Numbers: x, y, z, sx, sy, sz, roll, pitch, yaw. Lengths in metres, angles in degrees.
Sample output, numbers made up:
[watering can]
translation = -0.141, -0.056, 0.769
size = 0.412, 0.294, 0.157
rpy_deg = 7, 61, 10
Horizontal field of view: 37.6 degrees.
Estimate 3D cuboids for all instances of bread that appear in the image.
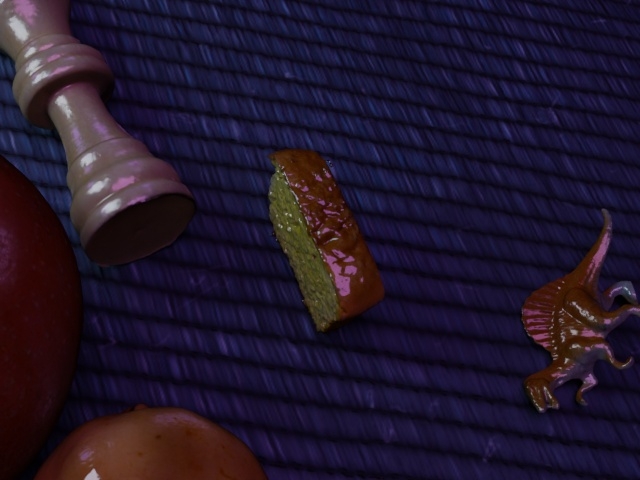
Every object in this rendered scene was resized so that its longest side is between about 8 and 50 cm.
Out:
[bread]
translation = 0.000, 0.000, 0.938
size = 0.065, 0.103, 0.187
rpy_deg = -21, 66, -18

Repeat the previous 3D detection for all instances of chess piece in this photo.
[chess piece]
translation = -0.266, -0.164, 0.977
size = 0.117, 0.117, 0.397
rpy_deg = -24, 68, -20

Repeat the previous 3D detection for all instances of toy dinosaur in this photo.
[toy dinosaur]
translation = 0.266, 0.076, 0.982
size = 0.142, 0.057, 0.212
rpy_deg = -13, 52, 6

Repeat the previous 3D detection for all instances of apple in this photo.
[apple]
translation = -0.363, 0.070, 0.744
size = 0.348, 0.277, 0.349
rpy_deg = 4, 62, -8

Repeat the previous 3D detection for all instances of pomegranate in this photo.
[pomegranate]
translation = -0.132, 0.229, 0.741
size = 0.209, 0.209, 0.209
rpy_deg = 4, 63, -7
